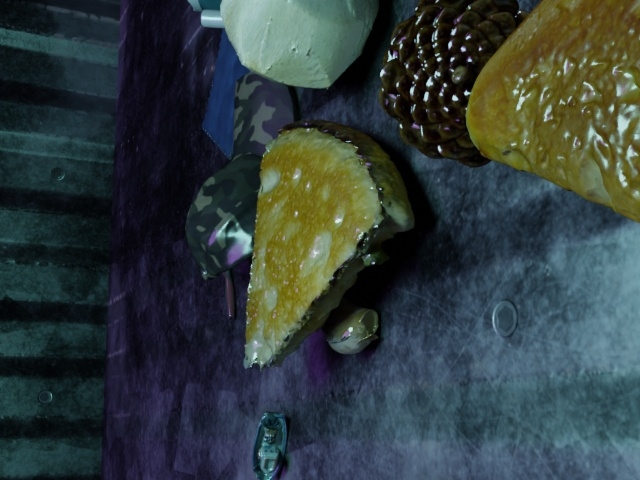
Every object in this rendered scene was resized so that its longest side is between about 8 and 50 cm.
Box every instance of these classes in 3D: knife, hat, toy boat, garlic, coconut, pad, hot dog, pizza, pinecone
[{"bbox_3d":[-0.209,0.068,1.827,0.035,0.018,0.247,123,146,-49],"label":"knife"},{"bbox_3d":[-0.174,-0.131,1.597,0.366,0.257,0.381,-30,78,57],"label":"hat"},{"bbox_3d":[-0.092,0.378,1.469,0.066,0.059,0.139,-114,32,-74],"label":"toy boat"},{"bbox_3d":[0.040,0.131,1.259,0.084,0.066,0.152,-57,29,-6],"label":"garlic"},{"bbox_3d":[-0.036,-0.357,1.311,0.244,0.245,0.247,-111,33,-43],"label":"coconut"},{"bbox_3d":[-0.220,-0.353,1.932,0.269,0.012,0.269,50,129,55],"label":"pad"},{"bbox_3d":[0.290,-0.125,0.646,0.405,0.185,0.223,-141,58,-60],"label":"hot dog"},{"bbox_3d":[0.010,-0.031,1.247,0.392,0.080,0.434,-24,58,54],"label":"pizza"},{"bbox_3d":[0.166,-0.189,0.927,0.208,0.208,0.207,-21,66,61],"label":"pinecone"}]

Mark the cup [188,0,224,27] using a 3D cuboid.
[{"bbox_3d":[-0.166,-0.497,1.600,0.299,0.173,0.167,-69,-20,-45],"label":"cup"}]
